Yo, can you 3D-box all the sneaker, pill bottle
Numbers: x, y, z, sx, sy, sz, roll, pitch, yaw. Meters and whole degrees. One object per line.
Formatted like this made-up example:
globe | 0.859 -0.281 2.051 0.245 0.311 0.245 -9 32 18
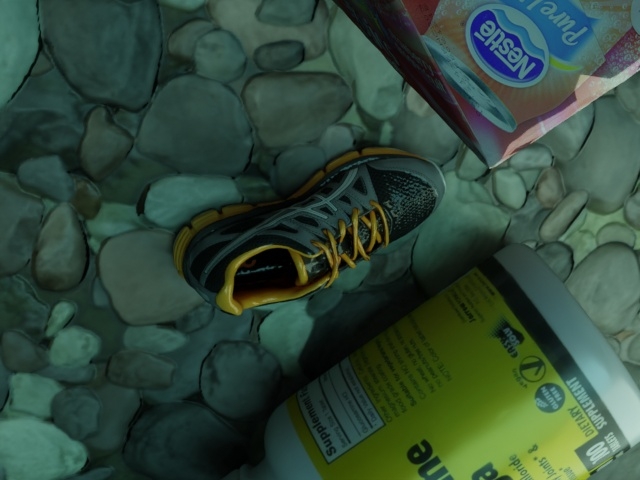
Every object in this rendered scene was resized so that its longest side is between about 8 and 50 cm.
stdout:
sneaker | 0.000 0.000 0.953 0.215 0.083 0.084 -23 124 -7
pill bottle | 0.079 0.168 1.019 0.334 0.188 0.188 -36 125 3

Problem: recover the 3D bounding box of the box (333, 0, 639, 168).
box | 0.065 -0.194 0.724 0.142 0.300 0.154 -34 126 1
